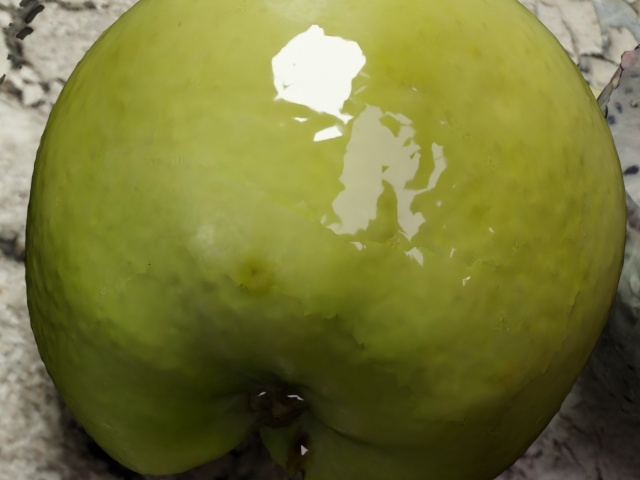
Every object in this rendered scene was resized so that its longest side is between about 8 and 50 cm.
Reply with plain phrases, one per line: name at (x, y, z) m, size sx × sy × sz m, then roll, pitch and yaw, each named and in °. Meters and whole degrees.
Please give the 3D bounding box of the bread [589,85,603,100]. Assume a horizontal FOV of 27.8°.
bread at (0.173, -0.081, 0.905) m, size 0.154 × 0.028 × 0.068 m, roll 13°, pitch 63°, yaw -20°

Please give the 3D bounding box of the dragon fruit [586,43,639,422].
dragon fruit at (0.239, 0.002, 0.787) m, size 0.204 × 0.221 × 0.283 m, roll 26°, pitch 57°, yaw 9°

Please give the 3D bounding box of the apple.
apple at (0.000, 0.000, 0.632) m, size 0.292 × 0.292 × 0.254 m, roll 27°, pitch 40°, yaw -14°
